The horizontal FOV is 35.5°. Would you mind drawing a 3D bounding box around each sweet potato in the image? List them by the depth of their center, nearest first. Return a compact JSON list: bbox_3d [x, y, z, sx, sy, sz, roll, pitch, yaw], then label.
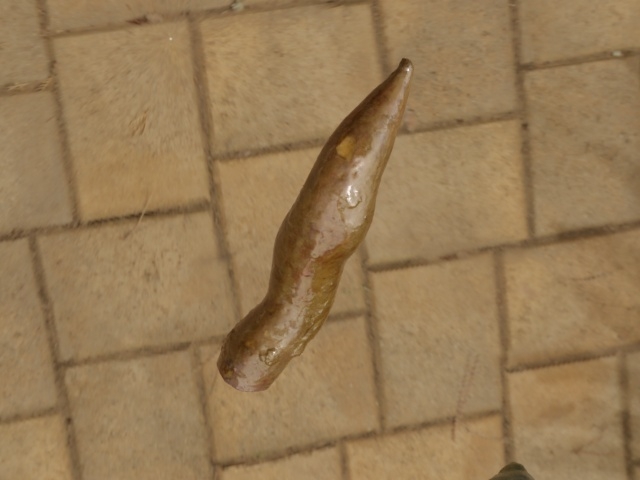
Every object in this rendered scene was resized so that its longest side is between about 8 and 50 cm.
[{"bbox_3d":[0.000,0.000,0.726,0.067,0.059,0.281,-12,140,-45],"label":"sweet potato"}]

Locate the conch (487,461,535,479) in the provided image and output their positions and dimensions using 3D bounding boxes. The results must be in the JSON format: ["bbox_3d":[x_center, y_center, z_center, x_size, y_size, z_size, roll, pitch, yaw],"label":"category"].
[{"bbox_3d":[0.174,0.345,0.986,0.220,0.277,0.195,9,144,22],"label":"conch"}]
